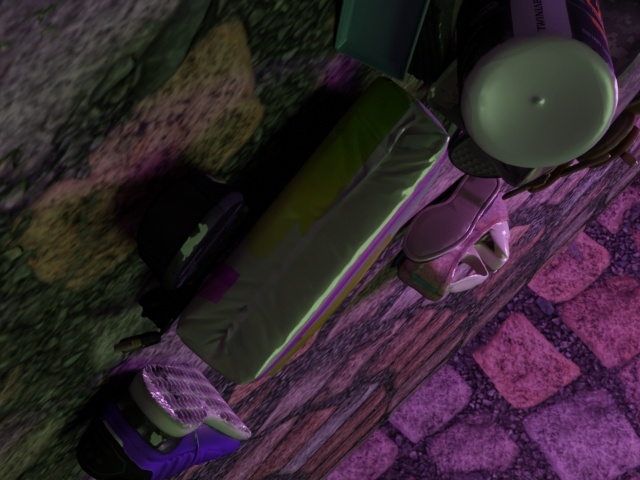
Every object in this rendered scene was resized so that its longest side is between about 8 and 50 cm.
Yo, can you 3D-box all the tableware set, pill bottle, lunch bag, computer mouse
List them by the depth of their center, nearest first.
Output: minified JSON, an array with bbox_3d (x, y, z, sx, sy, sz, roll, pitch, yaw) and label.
[{"bbox_3d":[-0.130,0.017,1.103,0.184,0.060,0.262,-52,178,5],"label":"computer mouse"},{"bbox_3d":[0.184,-0.180,1.169,0.130,0.130,0.245,-55,-163,33],"label":"pill bottle"},{"bbox_3d":[0.284,-0.217,1.435,0.287,0.169,0.235,-48,169,25],"label":"lunch bag"},{"bbox_3d":[0.320,-0.101,1.630,0.194,0.039,0.128,-24,-157,53],"label":"tableware set"}]

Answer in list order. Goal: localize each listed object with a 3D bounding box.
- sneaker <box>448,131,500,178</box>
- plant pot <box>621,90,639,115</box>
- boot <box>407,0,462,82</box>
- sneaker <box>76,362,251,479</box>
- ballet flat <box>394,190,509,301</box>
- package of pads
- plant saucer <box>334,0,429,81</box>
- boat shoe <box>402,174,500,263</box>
[{"bbox_3d":[0.273,-0.175,1.697,0.226,0.086,0.163,-26,-153,37],"label":"sneaker"},{"bbox_3d":[0.414,-0.269,1.706,0.236,0.032,0.236,-43,-147,36],"label":"plant pot"},{"bbox_3d":[0.118,-0.237,1.080,0.161,0.083,0.246,-49,169,-15],"label":"boot"},{"bbox_3d":[-0.182,0.215,1.442,0.146,0.102,0.293,-43,162,4],"label":"sneaker"},{"bbox_3d":[0.232,0.017,2.079,0.316,0.106,0.107,-32,161,-46],"label":"ballet flat"},{"bbox_3d":[0.000,0.000,1.257,0.296,0.101,0.229,-50,176,-1],"label":"package of pads"},{"bbox_3d":[0.050,-0.181,1.031,0.018,0.067,0.192,-62,176,-18],"label":"plant saucer"},{"bbox_3d":[0.185,-0.024,1.895,0.206,0.075,0.065,-43,164,-33],"label":"boat shoe"}]
